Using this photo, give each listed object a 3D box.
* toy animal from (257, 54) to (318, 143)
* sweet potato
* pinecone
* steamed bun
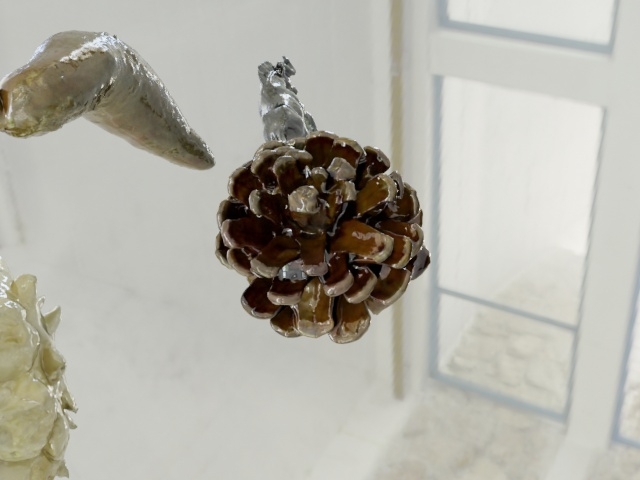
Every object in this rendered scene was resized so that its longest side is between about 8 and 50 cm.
[{"bbox_3d":[-0.057,-0.166,1.516,0.232,0.084,0.148,-93,-21,-49],"label":"toy animal"},{"bbox_3d":[-0.220,-0.147,1.047,0.310,0.098,0.124,10,-107,-59],"label":"sweet potato"},{"bbox_3d":[0.000,-0.002,0.872,0.195,0.179,0.150,77,-168,-57],"label":"pinecone"},{"bbox_3d":[-0.334,0.151,1.110,0.137,0.295,0.292,-19,-31,-37],"label":"steamed bun"}]
